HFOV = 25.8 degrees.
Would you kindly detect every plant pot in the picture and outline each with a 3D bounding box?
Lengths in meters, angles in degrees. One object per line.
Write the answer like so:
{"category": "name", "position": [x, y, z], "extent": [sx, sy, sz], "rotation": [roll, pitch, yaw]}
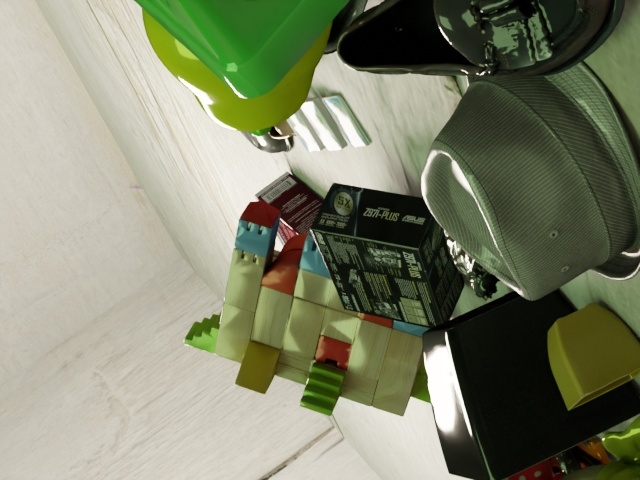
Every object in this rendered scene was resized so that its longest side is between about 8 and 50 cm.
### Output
{"category": "plant pot", "position": [0.214, 0.149, 1.540], "extent": [0.187, 0.188, 0.167], "rotation": [150, 97, -79]}
{"category": "plant pot", "position": [0.273, 0.113, 1.413], "extent": [0.083, 0.081, 0.081], "rotation": [62, 171, 15]}

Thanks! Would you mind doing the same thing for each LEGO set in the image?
{"category": "LEGO set", "position": [-0.051, -0.210, 1.802], "extent": [0.244, 0.060, 0.182], "rotation": [58, 160, -16]}

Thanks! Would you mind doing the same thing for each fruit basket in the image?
{"category": "fruit basket", "position": [-0.072, -0.267, 1.235], "extent": [0.392, 0.283, 0.392], "rotation": [41, -176, -3]}

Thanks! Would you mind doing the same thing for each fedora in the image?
{"category": "fedora", "position": [0.170, -0.050, 1.220], "extent": [0.244, 0.124, 0.275], "rotation": [45, 166, 37]}

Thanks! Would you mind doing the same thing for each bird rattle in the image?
{"category": "bird rattle", "position": [0.275, 0.290, 1.506], "extent": [0.143, 0.253, 0.207], "rotation": [65, -153, -23]}

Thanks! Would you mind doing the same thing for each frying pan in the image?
{"category": "frying pan", "position": [-0.095, -0.199, 2.080], "extent": [0.197, 0.053, 0.326], "rotation": [57, 172, -18]}

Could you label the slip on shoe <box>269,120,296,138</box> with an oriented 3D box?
{"category": "slip on shoe", "position": [-0.044, -0.166, 1.965], "extent": [0.051, 0.041, 0.135], "rotation": [56, 169, -12]}

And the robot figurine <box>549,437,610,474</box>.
{"category": "robot figurine", "position": [0.263, 0.219, 1.753], "extent": [0.291, 0.085, 0.211], "rotation": [54, 169, 1]}

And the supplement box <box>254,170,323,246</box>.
{"category": "supplement box", "position": [0.000, 0.000, 2.204], "extent": [0.239, 0.073, 0.130], "rotation": [42, 165, 49]}

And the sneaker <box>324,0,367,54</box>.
{"category": "sneaker", "position": [-0.034, -0.291, 1.416], "extent": [0.153, 0.101, 0.268], "rotation": [41, 169, 46]}

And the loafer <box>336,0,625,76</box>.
{"category": "loafer", "position": [0.113, -0.165, 1.075], "extent": [0.302, 0.095, 0.109], "rotation": [1, 110, 66]}

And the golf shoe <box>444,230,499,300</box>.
{"category": "golf shoe", "position": [0.166, -0.003, 1.502], "extent": [0.094, 0.077, 0.198], "rotation": [51, 167, 17]}

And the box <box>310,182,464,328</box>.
{"category": "box", "position": [0.086, 0.021, 1.740], "extent": [0.147, 0.077, 0.180], "rotation": [11, 148, 26]}

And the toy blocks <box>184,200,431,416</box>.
{"category": "toy blocks", "position": [0.018, 0.079, 1.958], "extent": [0.381, 0.191, 0.261], "rotation": [18, 123, 7]}
